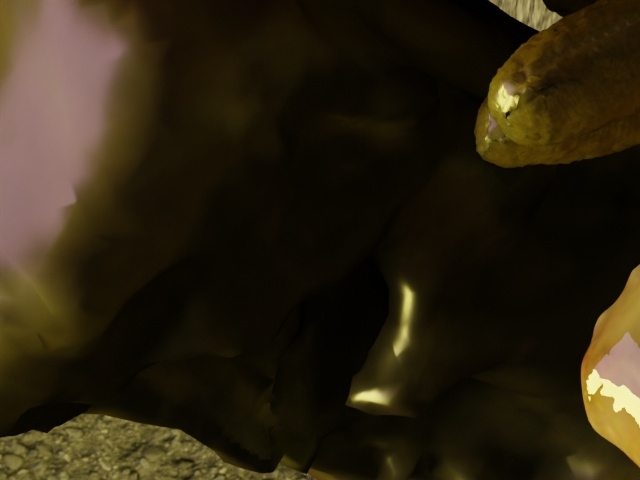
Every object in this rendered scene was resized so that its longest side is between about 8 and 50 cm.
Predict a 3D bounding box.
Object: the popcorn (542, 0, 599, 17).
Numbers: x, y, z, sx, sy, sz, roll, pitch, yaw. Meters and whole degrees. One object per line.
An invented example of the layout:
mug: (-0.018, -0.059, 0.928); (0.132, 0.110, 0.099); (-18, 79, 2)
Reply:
popcorn: (0.157, -0.144, 0.844); (0.116, 0.106, 0.121); (82, -175, -67)

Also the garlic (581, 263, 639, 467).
garlic: (0.188, 0.019, 0.472); (0.228, 0.110, 0.217); (-60, 22, 20)

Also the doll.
doll: (0.140, -0.089, 0.556); (0.137, 0.209, 0.097); (87, 158, -67)

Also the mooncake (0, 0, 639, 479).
mooncake: (0.000, 0.000, 0.747); (0.246, 0.393, 0.394); (-58, -9, 12)
